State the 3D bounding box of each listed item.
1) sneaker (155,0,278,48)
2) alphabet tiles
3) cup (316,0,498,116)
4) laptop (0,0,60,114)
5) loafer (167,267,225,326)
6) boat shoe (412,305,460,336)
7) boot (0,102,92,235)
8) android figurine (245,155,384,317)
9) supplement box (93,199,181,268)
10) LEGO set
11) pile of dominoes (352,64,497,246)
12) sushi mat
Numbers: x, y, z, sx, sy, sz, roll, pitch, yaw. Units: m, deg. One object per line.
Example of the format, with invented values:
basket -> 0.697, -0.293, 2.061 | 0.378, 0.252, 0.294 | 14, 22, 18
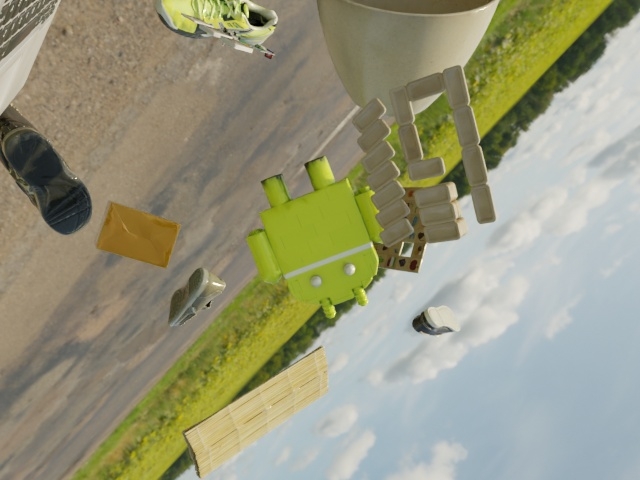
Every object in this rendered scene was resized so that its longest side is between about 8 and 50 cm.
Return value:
sneaker -> -0.300, -0.682, 1.633 | 0.384, 0.145, 0.147 | -9, 178, -41
alphabet tiles -> 0.221, -0.034, 1.484 | 0.198, 0.009, 0.237 | 7, -105, 50
cup -> 0.147, -0.382, 1.051 | 0.331, 0.331, 0.237 | -42, 151, -37
laptop -> -0.148, -0.213, 0.526 | 0.408, 0.236, 0.382 | -54, -152, 20
loafer -> -0.323, 0.160, 1.419 | 0.251, 0.087, 0.094 | -40, -140, 44
boat shoe -> 0.187, 0.133, 0.883 | 0.038, 0.046, 0.125 | -36, 157, 25
boot -> -0.486, -0.131, 0.929 | 0.085, 0.178, 0.236 | -38, 151, -22
android figurine -> 0.000, 0.000, 0.964 | 0.248, 0.273, 0.056 | -19, -176, 8
supplement box -> -0.516, -0.020, 1.541 | 0.194, 0.191, 0.129 | 14, -95, 65
LEGO set -> -0.221, -0.498, 1.396 | 0.244, 0.182, 0.060 | -21, 142, -63
pile of dominoes -> 0.161, -0.120, 0.859 | 0.196, 0.251, 0.040 | -10, -170, 34
sushi mat -> -0.111, 0.327, 1.063 | 0.316, 0.019, 0.151 | -27, 131, -30
